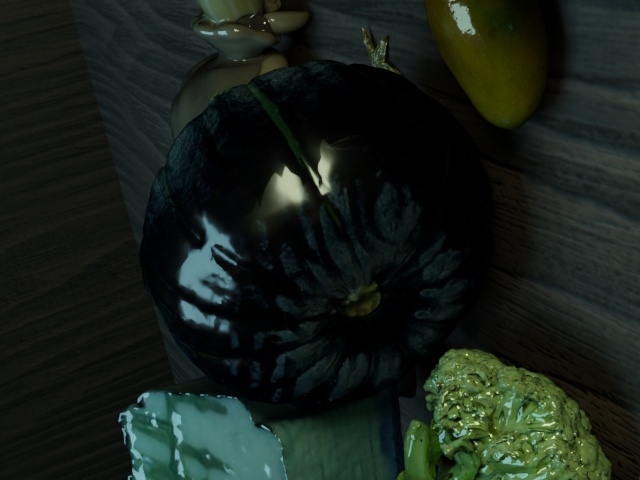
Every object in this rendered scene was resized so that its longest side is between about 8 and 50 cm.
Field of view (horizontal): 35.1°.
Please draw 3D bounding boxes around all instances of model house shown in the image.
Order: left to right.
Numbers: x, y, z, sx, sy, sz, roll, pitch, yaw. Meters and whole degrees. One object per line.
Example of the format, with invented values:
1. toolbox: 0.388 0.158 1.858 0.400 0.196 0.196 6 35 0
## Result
1. model house: -0.020 0.250 1.240 0.295 0.329 0.251 -4 102 45

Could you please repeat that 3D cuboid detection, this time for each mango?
1. mango: 0.149 -0.177 0.876 0.163 0.089 0.111 62 172 -3

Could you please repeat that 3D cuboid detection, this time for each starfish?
1. starfish: 0.066 -0.204 1.175 0.092 0.016 0.086 103 145 -61

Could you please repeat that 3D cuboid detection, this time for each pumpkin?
1. pumpkin: 0.000 0.000 1.033 0.266 0.363 0.363 48 150 51

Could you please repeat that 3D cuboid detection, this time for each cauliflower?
1. cauliflower: 0.156 0.249 1.011 0.275 0.250 0.272 65 162 2

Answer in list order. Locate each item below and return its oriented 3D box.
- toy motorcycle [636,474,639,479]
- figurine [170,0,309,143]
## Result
1. toy motorcycle: 0.308 0.233 0.753 0.143 0.188 0.327 58 174 4
2. figurine: -0.113 -0.216 1.358 0.248 0.203 0.380 -135 33 -58
